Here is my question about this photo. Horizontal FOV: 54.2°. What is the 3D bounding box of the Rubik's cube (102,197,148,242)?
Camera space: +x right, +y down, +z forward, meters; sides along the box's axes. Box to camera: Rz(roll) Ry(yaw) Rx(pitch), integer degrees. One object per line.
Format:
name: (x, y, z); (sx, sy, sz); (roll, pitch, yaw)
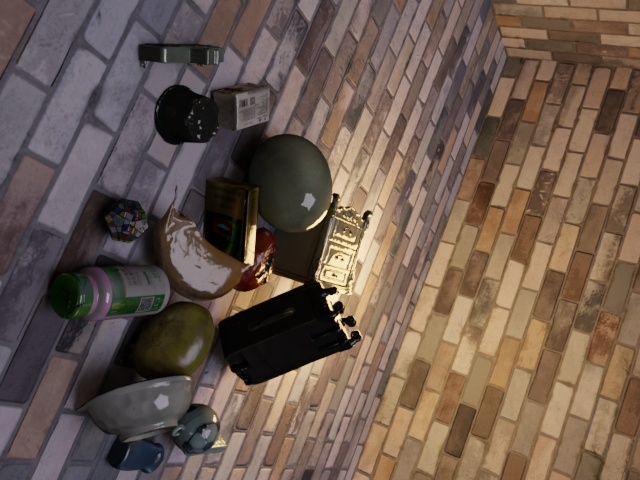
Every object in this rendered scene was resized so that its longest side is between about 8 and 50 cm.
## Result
Rubik's cube: (-0.475, -0.048, 1.528); (0.111, 0.093, 0.111); (-31, 130, -47)

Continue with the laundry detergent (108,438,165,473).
laundry detergent: (-0.519, 0.622, 1.815); (0.206, 0.061, 0.096); (45, 58, -58)

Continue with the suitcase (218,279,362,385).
suitcase: (-0.110, 0.299, 2.034); (0.434, 0.194, 0.283); (-24, 141, 4)

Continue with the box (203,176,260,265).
box: (-0.260, -0.053, 1.818); (0.071, 0.160, 0.240); (-20, 119, -57)

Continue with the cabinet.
cabinet: (0.000, 0.000, 2.204); (0.290, 0.228, 0.317); (21, 85, -58)

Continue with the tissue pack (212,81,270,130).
tissue pack: (-0.225, -0.381, 1.773); (0.149, 0.099, 0.106); (-30, 131, -50)

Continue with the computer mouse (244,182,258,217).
computer mouse: (-0.231, -0.078, 1.941); (0.102, 0.045, 0.198); (14, 86, -67)

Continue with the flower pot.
flower pot: (-0.334, -0.319, 1.619); (0.157, 0.107, 0.157); (-30, 127, -50)

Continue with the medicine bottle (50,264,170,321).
medicine bottle: (-0.508, 0.127, 1.522); (0.274, 0.134, 0.133); (-1, 105, -59)

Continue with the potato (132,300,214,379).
potato: (-0.401, 0.281, 1.722); (0.148, 0.197, 0.228); (114, -9, -61)

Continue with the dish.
dish: (-0.456, 0.444, 1.613); (0.303, 0.303, 0.120); (18, 50, -60)

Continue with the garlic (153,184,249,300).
garlic: (-0.359, 0.026, 1.693); (0.196, 0.151, 0.338); (-41, 122, -4)

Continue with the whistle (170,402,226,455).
whistle: (-0.369, 0.587, 1.956); (0.290, 0.164, 0.163); (25, 82, -61)

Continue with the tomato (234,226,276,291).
tomato: (-0.200, 0.073, 1.983); (0.228, 0.101, 0.228); (-54, 159, -31)

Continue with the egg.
egg: (-0.091, -0.175, 1.894); (0.352, 0.259, 0.258); (-102, 178, -49)

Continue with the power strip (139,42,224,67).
power strip: (-0.317, -0.452, 1.542); (0.216, 0.145, 0.061); (-24, 123, -52)
